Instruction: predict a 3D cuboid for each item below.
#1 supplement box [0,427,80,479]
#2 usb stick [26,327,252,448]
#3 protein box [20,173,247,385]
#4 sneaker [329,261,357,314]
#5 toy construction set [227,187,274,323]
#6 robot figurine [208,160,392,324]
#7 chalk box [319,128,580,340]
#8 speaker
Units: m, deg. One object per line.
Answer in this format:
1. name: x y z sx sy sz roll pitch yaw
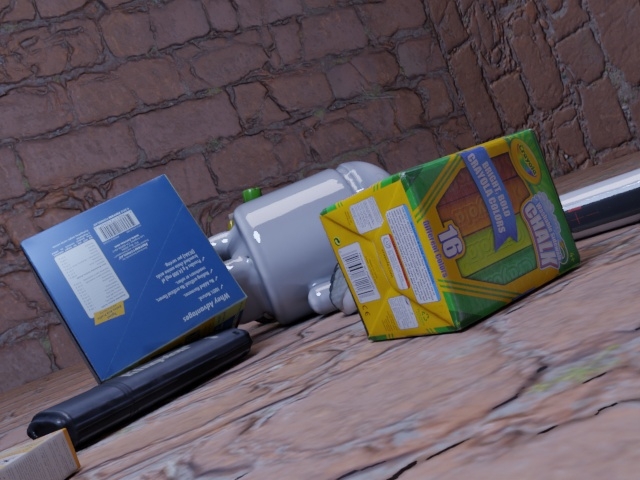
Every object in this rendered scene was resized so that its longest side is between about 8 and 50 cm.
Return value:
1. supplement box: -0.232 0.178 0.491 0.062 0.036 0.098 -21 0 10
2. usb stick: -0.183 0.156 0.736 0.077 0.045 0.278 -22 -1 36
3. protein box: -0.236 0.063 0.864 0.199 0.201 0.136 -30 -14 -23
4. sneaker: 0.134 0.004 0.907 0.297 0.129 0.111 -41 6 -22
5. toy construction set: -0.069 0.011 1.291 0.257 0.237 0.309 -21 -1 -16
6. robot figurine: 0.000 0.000 1.049 0.353 0.200 0.300 -23 43 -8
7. chalk box: 0.134 -0.011 0.610 0.213 0.133 0.132 -22 0 -32
8. speaker: 0.316 -0.039 0.737 0.136 0.055 0.055 -20 0 35
